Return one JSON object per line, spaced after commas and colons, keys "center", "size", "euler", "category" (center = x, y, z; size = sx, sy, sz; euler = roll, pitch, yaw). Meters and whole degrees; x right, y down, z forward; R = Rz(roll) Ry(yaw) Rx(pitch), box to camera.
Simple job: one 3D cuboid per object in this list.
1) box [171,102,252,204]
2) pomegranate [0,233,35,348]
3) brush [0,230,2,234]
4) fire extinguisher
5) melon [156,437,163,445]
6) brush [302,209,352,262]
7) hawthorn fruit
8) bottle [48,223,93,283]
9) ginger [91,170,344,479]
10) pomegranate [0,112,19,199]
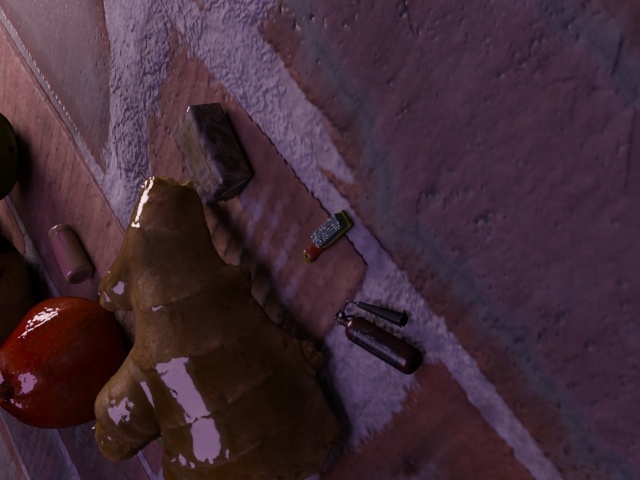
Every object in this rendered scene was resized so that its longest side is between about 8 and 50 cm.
{"center": [-0.118, -0.093, 0.783], "size": [0.062, 0.045, 0.098], "euler": [-38, 71, 50], "category": "box"}
{"center": [-0.693, 0.098, 1.338], "size": [0.322, 0.322, 0.322], "euler": [19, 116, 46], "category": "pomegranate"}
{"center": [-0.704, 0.051, 1.526], "size": [0.084, 0.071, 0.301], "euler": [50, 137, 44], "category": "brush"}
{"center": [0.047, 0.077, 0.648], "size": [0.100, 0.032, 0.046], "euler": [29, 134, 35], "category": "fire extinguisher"}
{"center": [-0.168, 0.129, 0.849], "size": [0.064, 0.118, 0.210], "euler": [138, 151, -69], "category": "melon"}
{"center": [0.000, 0.000, 0.689], "size": [0.083, 0.021, 0.019], "euler": [-44, 70, 48], "category": "brush"}
{"center": [-0.399, 0.191, 1.075], "size": [0.196, 0.225, 0.197], "euler": [14, 115, 34], "category": "hawthorn fruit"}
{"center": [-0.401, 0.021, 1.164], "size": [0.096, 0.045, 0.045], "euler": [57, 138, 24], "category": "bottle"}
{"center": [-0.139, 0.119, 0.787], "size": [0.236, 0.166, 0.375], "euler": [-47, 55, 20], "category": "ginger"}
{"center": [-0.670, -0.149, 1.287], "size": [0.285, 0.231, 0.231], "euler": [4, 105, 49], "category": "pomegranate"}
